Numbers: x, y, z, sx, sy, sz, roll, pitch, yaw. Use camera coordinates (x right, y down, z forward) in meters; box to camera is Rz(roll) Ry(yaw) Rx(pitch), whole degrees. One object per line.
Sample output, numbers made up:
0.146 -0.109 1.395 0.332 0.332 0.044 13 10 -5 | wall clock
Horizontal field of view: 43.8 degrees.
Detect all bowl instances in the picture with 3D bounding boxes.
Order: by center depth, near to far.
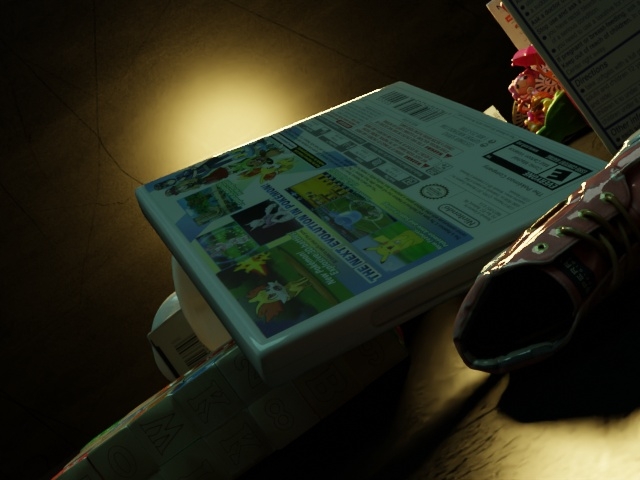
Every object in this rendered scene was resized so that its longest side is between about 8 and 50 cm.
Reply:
0.443 -0.253 1.476 0.170 0.080 0.170 -23 -50 -31 | bowl

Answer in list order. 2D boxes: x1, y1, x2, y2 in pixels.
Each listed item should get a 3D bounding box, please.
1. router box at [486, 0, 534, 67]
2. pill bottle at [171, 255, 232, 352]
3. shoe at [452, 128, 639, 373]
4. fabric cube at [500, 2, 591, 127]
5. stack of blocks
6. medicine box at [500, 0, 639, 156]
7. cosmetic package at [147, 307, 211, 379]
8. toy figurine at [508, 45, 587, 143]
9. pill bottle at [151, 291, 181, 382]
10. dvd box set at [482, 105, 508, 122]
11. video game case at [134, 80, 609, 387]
0.557 -0.456 1.582 0.335 0.301 0.082 -35 1 25 | router box
0.000 0.000 0.988 0.224 0.224 0.392 -36 0 21 | pill bottle
0.142 0.004 0.398 0.178 0.063 0.081 -42 -2 31 | shoe
0.467 -0.359 1.152 0.259 0.254 0.258 -36 1 -11 | fabric cube
-0.071 0.137 0.698 0.297 0.087 0.171 -36 0 3 | stack of blocks
0.331 -0.280 0.790 0.263 0.289 0.149 -36 1 29 | medicine box
-0.087 0.107 1.153 0.129 0.153 0.296 -35 0 35 | cosmetic package
0.383 -0.261 1.371 0.130 0.159 0.173 9 -52 -44 | toy figurine
-0.174 0.149 1.352 0.182 0.181 0.323 -36 0 8 | pill bottle
0.184 -0.077 1.475 0.420 0.062 0.307 -37 13 16 | dvd box set
0.027 -0.036 0.661 0.300 0.036 0.329 -24 31 -16 | video game case
